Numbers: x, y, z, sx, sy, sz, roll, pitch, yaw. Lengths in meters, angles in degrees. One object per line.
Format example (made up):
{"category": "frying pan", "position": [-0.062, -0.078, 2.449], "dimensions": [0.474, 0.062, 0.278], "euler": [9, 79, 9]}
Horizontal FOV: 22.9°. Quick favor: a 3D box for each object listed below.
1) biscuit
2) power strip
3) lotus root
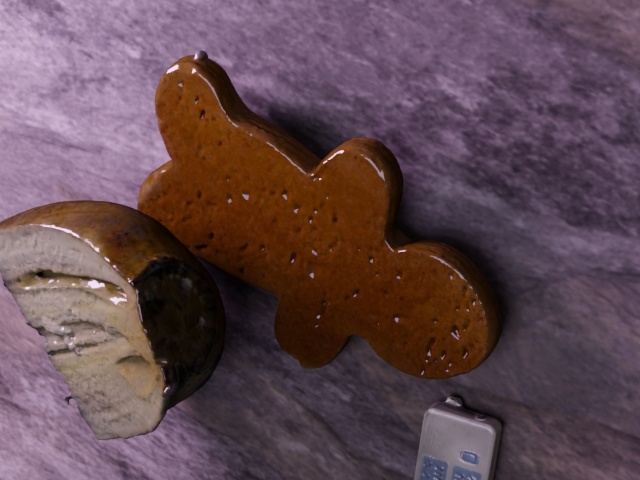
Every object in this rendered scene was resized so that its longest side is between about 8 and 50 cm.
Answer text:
{"category": "biscuit", "position": [0.001, -0.001, 1.645], "dimensions": [0.432, 0.064, 0.283], "euler": [29, 126, 17]}
{"category": "power strip", "position": [0.140, 0.259, 1.667], "dimensions": [0.081, 0.035, 0.192], "euler": [17, 112, 23]}
{"category": "lotus root", "position": [-0.200, 0.058, 1.669], "dimensions": [0.260, 0.149, 0.267], "euler": [-17, 106, 55]}
